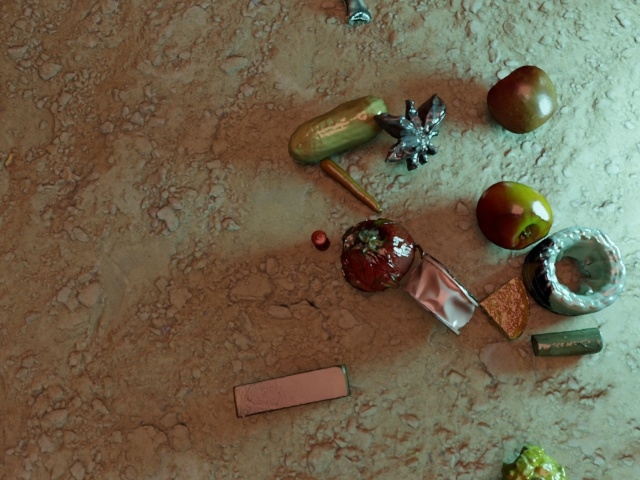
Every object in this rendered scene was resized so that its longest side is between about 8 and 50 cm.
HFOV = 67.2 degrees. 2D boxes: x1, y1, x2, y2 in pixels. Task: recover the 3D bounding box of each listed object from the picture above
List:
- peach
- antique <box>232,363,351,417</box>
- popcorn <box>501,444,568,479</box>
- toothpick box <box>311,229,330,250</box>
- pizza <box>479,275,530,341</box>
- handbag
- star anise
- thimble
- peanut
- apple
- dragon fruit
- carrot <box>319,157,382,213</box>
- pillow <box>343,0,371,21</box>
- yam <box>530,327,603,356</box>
[{"bbox_3d":[0.512,-0.074,1.299,0.197,0.197,0.198,-2,77,7],"label":"peach"},{"bbox_3d":[-0.072,0.404,1.298,0.309,0.093,0.088,-13,76,4],"label":"antique"},{"bbox_3d":[0.493,0.594,1.162,0.173,0.168,0.195,28,120,2],"label":"popcorn"},{"bbox_3d":[0.000,0.000,1.388,0.047,0.083,0.047,-2,77,8],"label":"toothpick box"},{"bbox_3d":[0.498,0.177,1.304,0.134,0.046,0.175,17,79,10],"label":"pizza"},{"bbox_3d":[0.317,0.141,1.271,0.205,0.179,0.116,43,93,20],"label":"handbag"},{"bbox_3d":[0.267,-0.303,1.375,0.257,0.110,0.199,-21,102,-32],"label":"star anise"},{"bbox_3d":[0.661,0.078,1.254,0.237,0.150,0.238,-2,76,6],"label":"thimble"},{"bbox_3d":[0.052,-0.324,1.430,0.318,0.147,0.148,-25,75,7],"label":"peanut"},{"bbox_3d":[0.572,-0.400,1.368,0.181,0.181,0.168,-40,98,-3],"label":"apple"},{"bbox_3d":[0.131,0.019,1.294,0.218,0.148,0.223,-48,45,-1],"label":"dragon fruit"},{"bbox_3d":[0.091,-0.165,1.440,0.248,0.043,0.043,42,85,12],"label":"carrot"},{"bbox_3d":[0.111,-0.772,1.569,0.091,0.055,0.136,-13,77,2],"label":"pillow"},{"bbox_3d":[0.641,0.269,1.254,0.169,0.068,0.069,-9,76,6],"label":"yam"}]
